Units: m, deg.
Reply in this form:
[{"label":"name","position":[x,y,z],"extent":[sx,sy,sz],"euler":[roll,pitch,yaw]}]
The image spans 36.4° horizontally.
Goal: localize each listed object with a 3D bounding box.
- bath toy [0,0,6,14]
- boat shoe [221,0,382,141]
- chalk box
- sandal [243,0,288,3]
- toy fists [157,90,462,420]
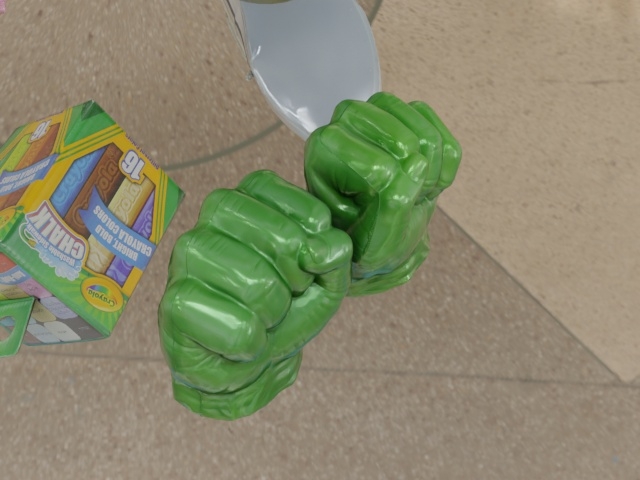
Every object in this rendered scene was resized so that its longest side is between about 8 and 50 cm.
[{"label":"bath toy","position":[-0.436,-0.278,1.128],"extent":[0.129,0.151,0.348],"euler":[36,74,13]},{"label":"boat shoe","position":[-0.042,-0.236,1.063],"extent":[0.136,0.156,0.367],"euler":[-31,72,-2]},{"label":"chalk box","position":[-0.328,0.008,1.156],"extent":[0.180,0.289,0.179],"euler":[-10,134,39]},{"label":"sandal","position":[-0.103,-0.210,0.412],"extent":[0.303,0.120,0.086],"euler":[47,50,-40]},{"label":"toy fists","position":[0.000,0.000,0.664],"extent":[0.279,0.096,0.142],"euler":[-38,142,-35]}]
